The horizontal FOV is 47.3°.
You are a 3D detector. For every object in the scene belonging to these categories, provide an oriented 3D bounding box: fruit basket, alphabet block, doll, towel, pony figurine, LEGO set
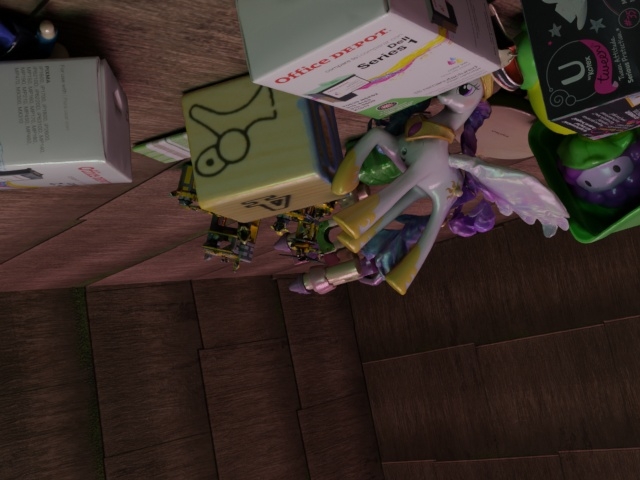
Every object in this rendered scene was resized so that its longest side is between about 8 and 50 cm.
[{"bbox_3d":[0.459,-0.199,1.106,0.392,0.283,0.392,-13,152,-7],"label":"fruit basket"},{"bbox_3d":[-0.082,-0.148,1.163,0.197,0.192,0.193,-12,169,15],"label":"alphabet block"},{"bbox_3d":[-0.353,-0.226,0.818,0.129,0.046,0.189,-13,170,21],"label":"doll"},{"bbox_3d":[-0.249,-0.177,1.331,0.152,0.023,0.113,-11,169,18],"label":"towel"},{"bbox_3d":[0.192,-0.100,1.152,0.363,0.303,0.351,-49,137,-6],"label":"pony figurine"},{"bbox_3d":[-0.147,-0.024,1.515,0.331,0.192,0.255,11,175,11],"label":"LEGO set"}]

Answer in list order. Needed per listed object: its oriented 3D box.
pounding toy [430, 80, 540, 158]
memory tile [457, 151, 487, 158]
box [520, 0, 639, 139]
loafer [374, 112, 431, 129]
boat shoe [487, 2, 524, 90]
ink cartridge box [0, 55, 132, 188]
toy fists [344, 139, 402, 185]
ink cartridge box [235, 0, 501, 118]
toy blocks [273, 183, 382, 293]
[{"bbox_3d":[0.322,-0.254,1.345,0.237,0.110,0.183,30,155,-33],"label":"pounding toy"},{"bbox_3d":[0.417,-0.223,1.832,0.148,0.012,0.113,-16,169,31],"label":"memory tile"},{"bbox_3d":[0.309,-0.252,0.790,0.142,0.247,0.163,-15,170,35],"label":"box"},{"bbox_3d":[0.164,-0.225,1.437,0.125,0.039,0.045,-7,169,-22],"label":"loafer"},{"bbox_3d":[0.253,-0.272,1.031,0.043,0.137,0.049,-15,-149,46],"label":"boat shoe"},{"bbox_3d":[-0.403,-0.133,0.902,0.306,0.131,0.226,-3,179,-7],"label":"ink cartridge box"},{"bbox_3d":[0.053,-0.156,1.567,0.279,0.096,0.142,-11,177,13],"label":"toy fists"},{"bbox_3d":[0.065,-0.254,0.901,0.201,0.117,0.278,-17,168,36],"label":"ink cartridge box"},{"bbox_3d":[0.000,0.000,1.883,0.260,0.288,0.309,-19,171,23],"label":"toy blocks"}]
